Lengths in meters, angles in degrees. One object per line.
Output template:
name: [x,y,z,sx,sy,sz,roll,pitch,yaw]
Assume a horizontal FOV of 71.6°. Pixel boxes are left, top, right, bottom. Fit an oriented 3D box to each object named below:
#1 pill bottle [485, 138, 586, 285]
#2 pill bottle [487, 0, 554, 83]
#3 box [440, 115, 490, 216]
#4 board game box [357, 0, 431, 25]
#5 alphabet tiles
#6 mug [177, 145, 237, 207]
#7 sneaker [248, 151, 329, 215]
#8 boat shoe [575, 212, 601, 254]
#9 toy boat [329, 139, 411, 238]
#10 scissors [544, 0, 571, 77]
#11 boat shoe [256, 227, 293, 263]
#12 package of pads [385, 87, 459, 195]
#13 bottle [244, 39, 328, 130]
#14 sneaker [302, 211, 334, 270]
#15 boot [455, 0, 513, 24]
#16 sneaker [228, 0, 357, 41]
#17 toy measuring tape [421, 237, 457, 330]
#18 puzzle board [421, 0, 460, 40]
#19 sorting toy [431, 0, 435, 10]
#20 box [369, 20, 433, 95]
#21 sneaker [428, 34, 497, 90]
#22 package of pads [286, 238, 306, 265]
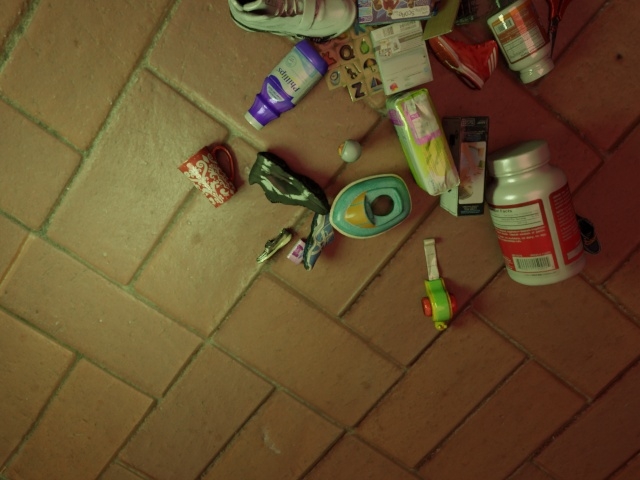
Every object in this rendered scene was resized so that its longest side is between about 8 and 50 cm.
pill bottle: [0.647,-0.087,1.360,0.229,0.229,0.407,-20,106,6]
pill bottle: [0.580,-0.571,1.272,0.121,0.121,0.216,-32,105,9]
box: [0.433,-0.230,1.351,0.087,0.169,0.289,-3,105,-2]
board game box: [0.203,-0.679,1.232,0.202,0.035,0.136,-3,108,6]
alphabet tiles: [0.122,-0.607,1.318,0.286,0.011,0.342,-19,106,6]
mug: [-0.334,-0.205,1.386,0.150,0.113,0.169,-34,107,11]
sneaker: [-0.100,-0.159,1.409,0.286,0.109,0.130,36,112,3]
boat shoe: [0.875,-0.011,1.458,0.065,0.083,0.183,-42,102,11]
toy boat: [0.132,-0.158,1.372,0.268,0.148,0.317,-24,103,-1]
scissors: [0.679,-0.645,1.306,0.109,0.021,0.296,15,107,-7]
boat shoe: [-0.161,0.017,1.483,0.152,0.056,0.049,-40,98,1]
package of pads: [0.295,-0.291,1.298,0.101,0.229,0.296,-24,106,7]
bottle: [-0.109,-0.451,1.318,0.283,0.092,0.118,-42,91,13]
sneaker: [0.000,0.000,1.444,0.081,0.080,0.211,19,89,-14]
boot: [0.459,-0.676,1.273,0.220,0.106,0.082,-5,113,31]
sneaker: [-0.084,-0.629,1.197,0.367,0.210,0.137,5,106,3]
toy measuring tape: [0.394,0.161,1.493,0.122,0.121,0.329,-10,106,3]
puzzle board: [0.344,-0.630,1.251,0.011,0.097,0.128,28,74,-40]
sorting toy: [0.190,-0.785,1.239,0.308,0.041,0.228,9,102,-4]
box: [0.240,-0.543,1.311,0.145,0.038,0.186,-17,105,5]
sneaker: [0.429,-0.561,1.306,0.221,0.087,0.128,37,95,-22]
package of pads: [-0.072,0.038,1.497,0.050,0.032,0.083,35,104,-13]
